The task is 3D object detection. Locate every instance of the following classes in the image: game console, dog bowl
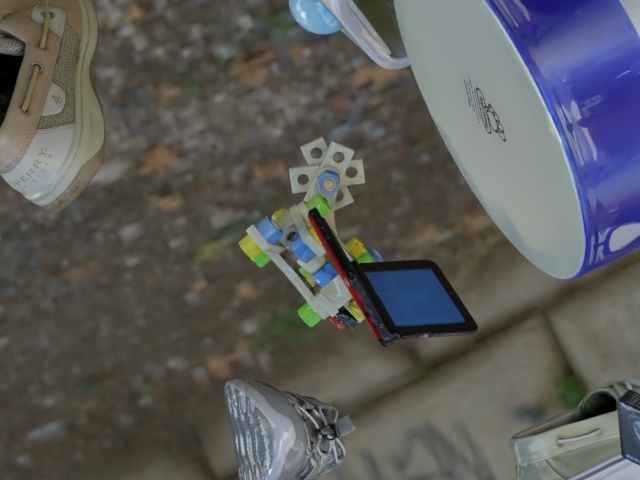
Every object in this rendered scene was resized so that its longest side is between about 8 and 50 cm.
[{"bbox_3d":[0.063,0.026,1.780,0.085,0.124,0.144,-30,-150,0],"label":"game console"},{"bbox_3d":[0.156,-0.110,1.353,0.104,0.265,0.265,-27,170,-10],"label":"dog bowl"}]

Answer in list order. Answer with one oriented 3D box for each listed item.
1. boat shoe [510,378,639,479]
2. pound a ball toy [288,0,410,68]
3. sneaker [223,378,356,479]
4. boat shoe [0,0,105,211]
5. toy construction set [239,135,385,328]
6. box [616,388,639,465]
[{"bbox_3d":[0.306,0.189,1.994,0.109,0.094,0.302,-10,-169,45],"label":"boat shoe"},{"bbox_3d":[-0.039,-0.286,1.549,0.136,0.319,0.208,-44,139,1],"label":"pound a ball toy"},{"bbox_3d":[-0.025,0.172,1.814,0.115,0.105,0.281,-11,175,-4],"label":"sneaker"},{"bbox_3d":[-0.280,-0.168,1.843,0.110,0.341,0.122,29,114,-32],"label":"boat shoe"},{"bbox_3d":[0.000,0.000,2.593,0.151,0.215,0.328,-39,-166,22],"label":"toy construction set"},{"bbox_3d":[0.288,0.168,1.644,0.018,0.083,0.067,-37,135,-31],"label":"box"}]
